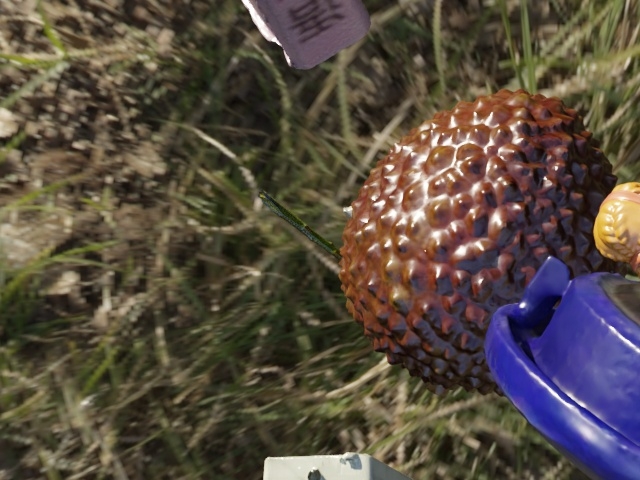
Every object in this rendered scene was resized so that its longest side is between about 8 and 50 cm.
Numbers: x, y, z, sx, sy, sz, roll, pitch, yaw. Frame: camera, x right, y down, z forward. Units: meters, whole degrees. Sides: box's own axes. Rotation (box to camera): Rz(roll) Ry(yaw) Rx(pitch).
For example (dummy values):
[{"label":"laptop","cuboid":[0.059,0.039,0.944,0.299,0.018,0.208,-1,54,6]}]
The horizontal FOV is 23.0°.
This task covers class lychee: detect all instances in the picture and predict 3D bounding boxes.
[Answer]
[{"label":"lychee","cuboid":[0.150,0.006,1.440,0.275,0.276,0.304,23,111,8]}]

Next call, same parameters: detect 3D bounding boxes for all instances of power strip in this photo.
[{"label":"power strip","cuboid":[0.043,0.255,1.553,0.106,0.367,0.043,-5,72,17]}]

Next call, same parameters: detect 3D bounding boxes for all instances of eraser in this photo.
[{"label":"eraser","cuboid":[-0.092,-0.384,1.690,0.122,0.359,0.272,-31,58,0]}]

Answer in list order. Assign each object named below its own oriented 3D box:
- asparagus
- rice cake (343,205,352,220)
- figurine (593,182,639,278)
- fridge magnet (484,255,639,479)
[{"label":"asparagus","cuboid":[0.000,0.000,1.569,0.166,0.016,0.013,38,94,-22]},{"label":"rice cake","cuboid":[0.103,0.046,1.659,0.057,0.052,0.256,-42,122,-17]},{"label":"figurine","cuboid":[0.195,0.005,0.810,0.109,0.064,0.047,18,62,2]},{"label":"fridge magnet","cuboid":[0.224,0.107,0.959,0.265,0.265,0.113,30,105,8]}]
